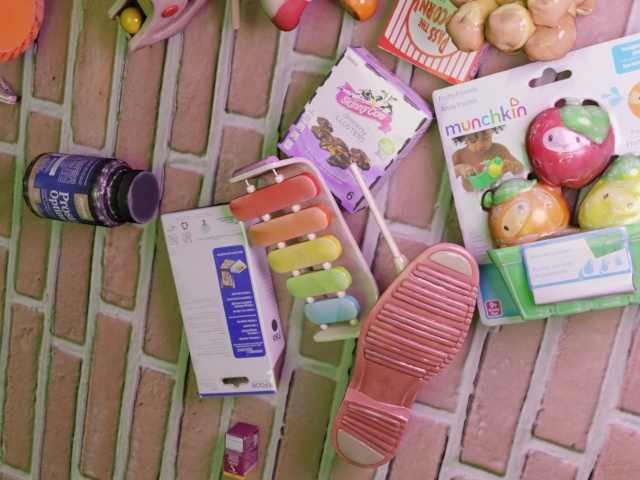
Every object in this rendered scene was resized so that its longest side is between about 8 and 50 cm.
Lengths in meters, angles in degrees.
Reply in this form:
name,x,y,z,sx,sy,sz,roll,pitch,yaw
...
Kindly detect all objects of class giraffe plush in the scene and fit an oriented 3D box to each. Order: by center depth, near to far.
name,x,y,z,sx,sy,sz,roll,pitch,yaw
giraffe plush,0.276,-0.305,1.136,0.181,0.170,0.210,3,65,37

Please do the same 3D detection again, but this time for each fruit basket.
name,x,y,z,sx,sy,sz,roll,pitch,yaw
fruit basket,0.334,-0.073,1.169,0.327,0.165,0.352,-11,95,26

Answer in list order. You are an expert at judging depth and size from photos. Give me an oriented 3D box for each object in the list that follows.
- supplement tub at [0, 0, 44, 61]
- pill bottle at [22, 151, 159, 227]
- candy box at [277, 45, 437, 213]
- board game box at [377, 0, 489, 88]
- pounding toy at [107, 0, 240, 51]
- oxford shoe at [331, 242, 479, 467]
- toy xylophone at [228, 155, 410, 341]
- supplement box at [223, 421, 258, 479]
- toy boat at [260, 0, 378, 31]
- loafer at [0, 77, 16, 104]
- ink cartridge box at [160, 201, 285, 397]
name,x,y,z,sx,sy,sz,roll,pitch,yaw
supplement tub,-0.669,-0.452,1.517,0.338,0.207,0.207,27,111,18
pill bottle,-0.400,-0.088,1.521,0.219,0.123,0.122,8,104,23
candy box,0.057,-0.170,1.325,0.165,0.070,0.196,43,115,11
board game box,0.189,-0.337,1.243,0.147,0.045,0.193,30,112,16
pounding toy,-0.223,-0.371,1.335,0.269,0.154,0.154,-35,86,45
oxford shoe,0.121,0.156,1.315,0.141,0.146,0.397,26,116,0
toy xylophone,0.000,0.000,1.330,0.236,0.081,0.322,-26,99,49
supplement box,-0.142,0.375,1.542,0.043,0.055,0.083,9,104,23
toy boat,0.025,-0.385,1.273,0.231,0.151,0.151,-32,116,26
loafer,-0.618,-0.296,1.620,0.125,0.045,0.039,29,105,19
ink cartridge box,-0.162,0.102,1.488,0.165,0.065,0.332,-7,97,25
